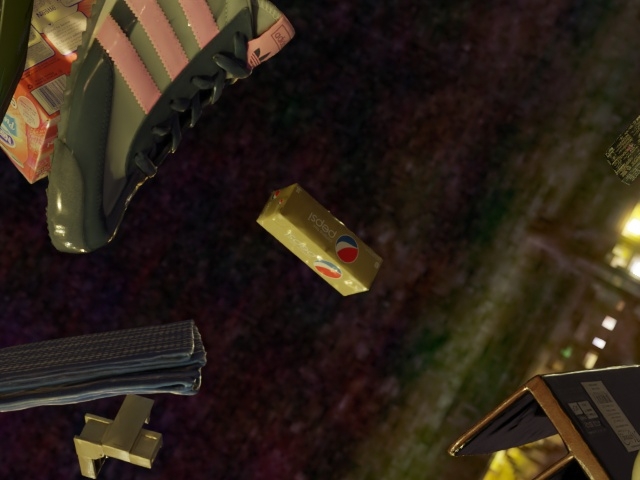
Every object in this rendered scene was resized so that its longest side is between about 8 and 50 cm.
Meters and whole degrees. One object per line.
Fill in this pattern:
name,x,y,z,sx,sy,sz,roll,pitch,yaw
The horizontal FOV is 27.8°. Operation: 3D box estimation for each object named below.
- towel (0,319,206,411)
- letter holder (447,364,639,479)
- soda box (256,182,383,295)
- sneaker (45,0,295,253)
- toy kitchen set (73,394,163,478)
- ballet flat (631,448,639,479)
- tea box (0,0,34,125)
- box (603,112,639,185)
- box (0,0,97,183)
towel,-0.235,0.126,1.288,0.336,0.243,0.040,-165,-111,-84
letter holder,0.229,0.246,1.265,0.214,0.152,0.302,-41,158,22
soda box,0.000,0.000,1.833,0.061,0.181,0.058,-16,-140,52
sneaker,-0.093,-0.131,0.910,0.112,0.131,0.319,49,60,-86
toy kitchen set,-0.202,0.209,1.353,0.075,0.083,0.068,92,16,-49
ballet flat,0.291,0.254,1.027,0.248,0.086,0.086,49,60,-28
tea box,-0.405,-0.271,1.069,0.220,0.329,0.323,-95,-162,-61
box,0.439,-0.129,1.807,0.083,0.018,0.067,-53,-146,25
box,-0.242,-0.217,1.456,0.300,0.154,0.142,-36,171,-33
